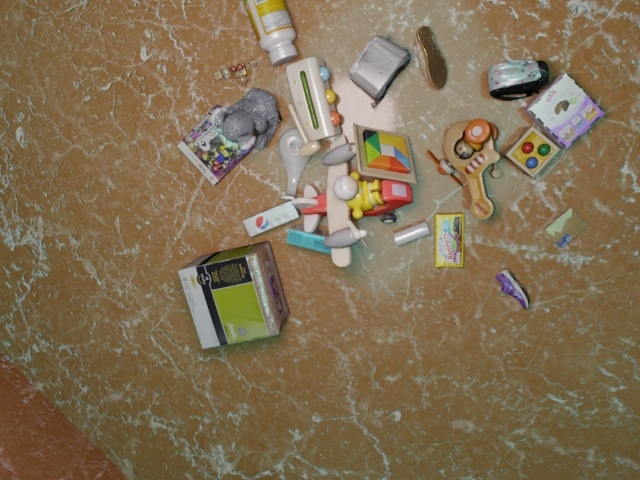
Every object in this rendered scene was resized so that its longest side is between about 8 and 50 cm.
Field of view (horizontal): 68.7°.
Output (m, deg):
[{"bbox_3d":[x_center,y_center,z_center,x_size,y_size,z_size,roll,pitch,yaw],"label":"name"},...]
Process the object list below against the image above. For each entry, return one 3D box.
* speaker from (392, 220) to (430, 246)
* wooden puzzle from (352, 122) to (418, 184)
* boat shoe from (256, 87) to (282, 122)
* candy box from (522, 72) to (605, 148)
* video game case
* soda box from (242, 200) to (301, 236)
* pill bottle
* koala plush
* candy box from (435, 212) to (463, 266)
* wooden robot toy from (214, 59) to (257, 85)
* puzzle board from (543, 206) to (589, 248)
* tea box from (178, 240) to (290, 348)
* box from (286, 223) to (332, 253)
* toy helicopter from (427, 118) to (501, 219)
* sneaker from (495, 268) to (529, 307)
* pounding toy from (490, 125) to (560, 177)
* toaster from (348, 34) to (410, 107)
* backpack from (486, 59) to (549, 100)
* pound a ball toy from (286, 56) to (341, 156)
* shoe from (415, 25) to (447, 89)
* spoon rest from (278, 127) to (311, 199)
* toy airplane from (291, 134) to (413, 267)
[{"bbox_3d":[0.345,-0.025,1.781,0.136,0.055,0.055,-22,99,11],"label":"speaker"},{"bbox_3d":[0.229,-0.306,1.629,0.239,0.220,0.044,10,147,-20],"label":"wooden puzzle"},{"bbox_3d":[-0.201,-0.496,1.749,0.049,0.056,0.152,-37,86,19],"label":"boat shoe"},{"bbox_3d":[0.831,-0.443,1.608,0.196,0.070,0.165,43,105,-7],"label":"candy box"},{"bbox_3d":[-0.402,-0.366,1.809,0.232,0.042,0.210,-40,96,14],"label":"video game case"},{"bbox_3d":[-0.188,-0.089,1.830,0.216,0.069,0.073,-21,99,12],"label":"soda box"},{"bbox_3d":[-0.167,-0.751,1.640,0.137,0.136,0.245,-18,100,11],"label":"pill bottle"},{"bbox_3d":[-0.269,-0.420,1.655,0.196,0.221,0.203,46,136,-3],"label":"koala plush"},{"bbox_3d":[0.489,0.000,1.782,0.105,0.027,0.205,-1,103,11],"label":"candy box"},{"bbox_3d":[-0.304,-0.607,1.729,0.174,0.076,0.078,-13,112,11],"label":"wooden robot toy"},{"bbox_3d":[0.903,-0.046,1.725,0.096,0.011,0.128,44,105,-5],"label":"puzzle board"},{"bbox_3d":[-0.328,0.208,1.839,0.324,0.220,0.328,-11,101,11],"label":"tea box"},{"bbox_3d":[0.000,0.000,1.810,0.245,0.100,0.060,14,106,5],"label":"box"},{"bbox_3d":[0.524,-0.243,1.660,0.235,0.140,0.354,-13,90,33],"label":"toy helicopter"},{"bbox_3d":[0.732,0.188,1.784,0.071,0.068,0.169,-38,87,29],"label":"sneaker"},{"bbox_3d":[0.690,-0.298,1.652,0.181,0.094,0.206,39,104,-2],"label":"pounding toy"},{"bbox_3d":[0.198,-0.595,1.634,0.146,0.129,0.227,38,107,2],"label":"toaster"},{"bbox_3d":[0.659,-0.547,1.585,0.182,0.152,0.115,-5,86,12],"label":"backpack"},{"bbox_3d":[-0.017,-0.468,1.639,0.136,0.208,0.318,-11,101,24],"label":"pound a ball toy"},{"bbox_3d":[0.385,-0.636,1.640,0.077,0.058,0.218,-23,104,-8],"label":"shoe"},{"bbox_3d":[-0.103,-0.290,1.778,0.138,0.084,0.276,9,91,4],"label":"spoon rest"},{"bbox_3d":[0.078,-0.154,1.666,0.384,0.272,0.386,-46,71,-3],"label":"toy airplane"}]
